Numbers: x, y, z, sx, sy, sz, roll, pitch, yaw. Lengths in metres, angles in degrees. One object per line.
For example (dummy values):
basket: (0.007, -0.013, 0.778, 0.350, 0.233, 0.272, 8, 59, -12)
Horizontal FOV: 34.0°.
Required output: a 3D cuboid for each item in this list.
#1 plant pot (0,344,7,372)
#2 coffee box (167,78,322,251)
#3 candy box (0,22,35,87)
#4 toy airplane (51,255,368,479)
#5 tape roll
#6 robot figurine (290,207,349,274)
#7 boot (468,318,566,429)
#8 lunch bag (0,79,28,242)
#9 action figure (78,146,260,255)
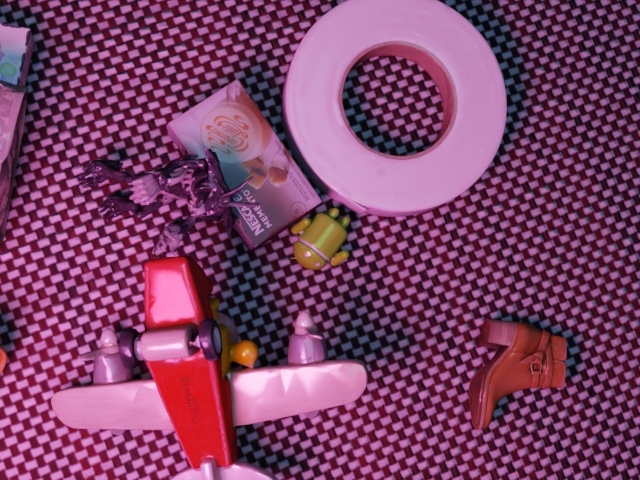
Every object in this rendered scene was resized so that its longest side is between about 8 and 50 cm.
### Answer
plant pot: (-0.614, 0.157, 1.579, 0.205, 0.205, 0.188, -37, 75, -11)
coffee box: (-0.127, -0.120, 1.730, 0.141, 0.098, 0.246, -34, 90, -11)
candy box: (-0.565, -0.259, 1.689, 0.165, 0.070, 0.196, 11, 82, -8)
toy airplane: (-0.173, 0.224, 1.625, 0.386, 0.272, 0.384, 32, 117, -13)
tape roll: (0.126, -0.232, 1.799, 0.392, 0.072, 0.392, 1, 84, -9)
robot figurine: (0.000, 0.000, 1.752, 0.101, 0.067, 0.115, 41, 79, -15)
boot: (0.340, 0.237, 1.780, 0.152, 0.073, 0.197, 14, 84, -12)
lunch bag: (-0.581, -0.127, 1.573, 0.235, 0.169, 0.287, 13, 111, -8)
action figure: (-0.237, -0.060, 1.631, 0.275, 0.164, 0.141, 5, 40, 29)
